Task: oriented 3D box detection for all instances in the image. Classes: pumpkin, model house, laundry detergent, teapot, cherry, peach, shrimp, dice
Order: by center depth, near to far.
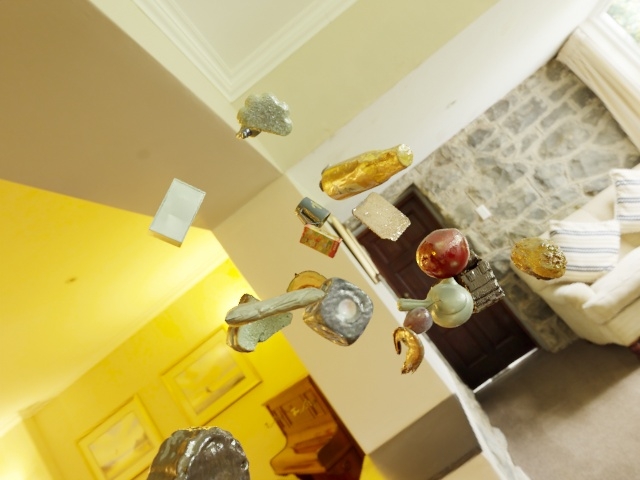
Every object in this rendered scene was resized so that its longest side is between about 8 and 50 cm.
[{"bbox_3d":[0.060,0.244,1.429,0.182,0.182,0.183,-56,9,-22],"label":"dice"},{"bbox_3d":[0.295,0.384,1.442,0.053,0.132,0.236,-38,-37,-33],"label":"shrimp"},{"bbox_3d":[0.421,0.333,1.762,0.147,0.116,0.188,-5,-22,-19],"label":"cherry"},{"bbox_3d":[0.538,0.055,1.817,0.243,0.199,0.244,-19,-48,-23],"label":"peach"},{"bbox_3d":[-0.003,0.211,1.838,0.278,0.163,0.111,-9,-11,10],"label":"pumpkin"},{"bbox_3d":[0.526,0.300,1.872,0.318,0.220,0.149,-30,-35,-6],"label":"teapot"},{"bbox_3d":[0.743,0.262,2.143,0.316,0.297,0.283,-25,32,-4],"label":"model house"},{"bbox_3d":[-0.379,-0.644,2.346,0.214,0.105,0.281,-11,34,39],"label":"laundry detergent"}]

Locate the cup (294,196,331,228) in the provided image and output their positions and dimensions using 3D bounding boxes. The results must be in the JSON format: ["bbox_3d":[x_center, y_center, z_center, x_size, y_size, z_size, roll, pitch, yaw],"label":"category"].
[{"bbox_3d":[-0.053,-0.133,2.153,0.131,0.155,0.176,-57,-9,33],"label":"cup"}]

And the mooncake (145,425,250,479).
[{"bbox_3d":[-0.374,0.760,1.321,0.187,0.325,0.324,-18,0,31],"label":"mooncake"}]

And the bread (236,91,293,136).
[{"bbox_3d":[-0.268,-0.634,2.065,0.286,0.208,0.056,4,2,-22],"label":"bread"}]

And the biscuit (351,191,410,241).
[{"bbox_3d":[0.279,-0.107,1.888,0.232,0.236,0.013,-42,-11,-43],"label":"biscuit"}]

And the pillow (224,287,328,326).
[{"bbox_3d":[-0.103,0.148,0.943,0.229,0.050,0.148,-16,0,-10],"label":"pillow"}]

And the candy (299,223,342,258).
[{"bbox_3d":[0.000,0.000,1.299,0.062,0.121,0.038,-69,-10,24],"label":"candy"}]

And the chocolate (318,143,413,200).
[{"bbox_3d":[0.164,-0.265,1.571,0.162,0.162,0.445,-31,9,-29],"label":"chocolate"}]

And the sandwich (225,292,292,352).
[{"bbox_3d":[-0.279,0.398,1.906,0.288,0.255,0.099,29,-24,-37],"label":"sandwich"}]

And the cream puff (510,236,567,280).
[{"bbox_3d":[0.754,0.054,1.435,0.189,0.188,0.130,-19,-52,-57],"label":"cream puff"}]

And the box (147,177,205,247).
[{"bbox_3d":[-0.547,-0.102,1.593,0.086,0.129,0.225,-32,36,60],"label":"box"}]
